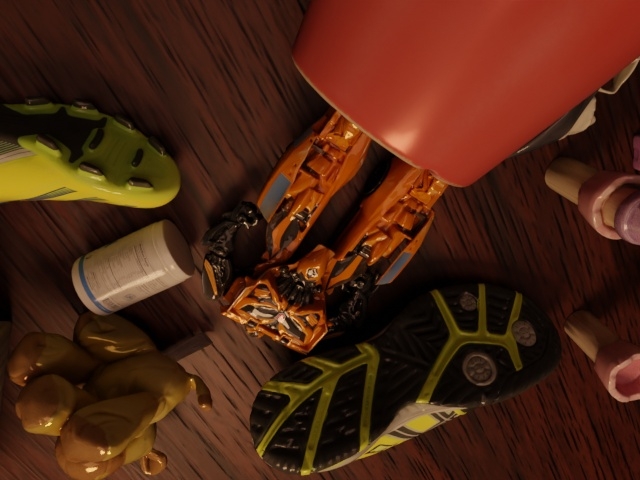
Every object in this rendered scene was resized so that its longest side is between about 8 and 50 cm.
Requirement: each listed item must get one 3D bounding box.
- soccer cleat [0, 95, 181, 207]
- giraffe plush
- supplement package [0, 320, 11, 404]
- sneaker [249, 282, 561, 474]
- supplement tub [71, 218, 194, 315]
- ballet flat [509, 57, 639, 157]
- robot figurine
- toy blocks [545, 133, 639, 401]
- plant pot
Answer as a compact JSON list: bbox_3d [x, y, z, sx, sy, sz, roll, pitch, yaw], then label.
[{"bbox_3d":[-0.284,-0.075,0.507,0.290,0.093,0.121,10,142,-15],"label":"soccer cleat"},{"bbox_3d":[-0.237,0.194,0.594,0.210,0.181,0.170,-2,131,-43],"label":"giraffe plush"},{"bbox_3d":[-0.419,0.230,0.494,0.176,0.178,0.292,8,90,-23],"label":"supplement package"},{"bbox_3d":[0.102,0.162,0.632,0.385,0.145,0.147,-15,155,-11],"label":"sneaker"},{"bbox_3d":[-0.197,0.029,0.556,0.107,0.071,0.071,-24,114,3],"label":"supplement tub"},{"bbox_3d":[0.266,-0.156,0.532,0.074,0.074,0.203,30,105,-18],"label":"ballet flat"},{"bbox_3d":[0.000,0.000,0.558,0.211,0.085,0.291,30,107,-17],"label":"robot figurine"},{"bbox_3d":[0.437,0.025,0.525,0.309,0.260,0.288,-18,114,2],"label":"toy blocks"},{"bbox_3d":[0.122,-0.193,0.407,0.275,0.275,0.243,30,115,-18],"label":"plant pot"}]
